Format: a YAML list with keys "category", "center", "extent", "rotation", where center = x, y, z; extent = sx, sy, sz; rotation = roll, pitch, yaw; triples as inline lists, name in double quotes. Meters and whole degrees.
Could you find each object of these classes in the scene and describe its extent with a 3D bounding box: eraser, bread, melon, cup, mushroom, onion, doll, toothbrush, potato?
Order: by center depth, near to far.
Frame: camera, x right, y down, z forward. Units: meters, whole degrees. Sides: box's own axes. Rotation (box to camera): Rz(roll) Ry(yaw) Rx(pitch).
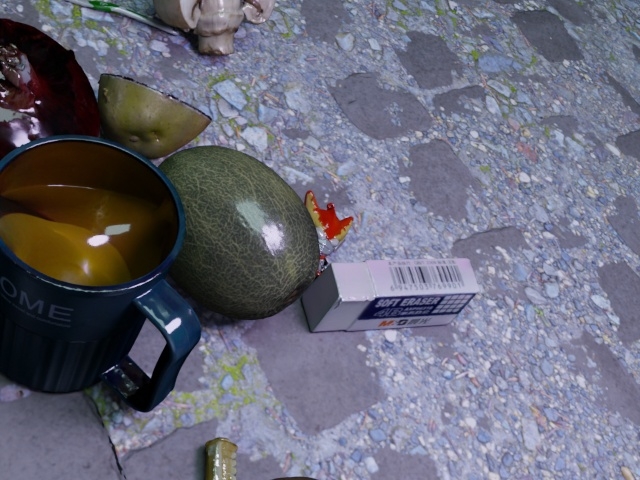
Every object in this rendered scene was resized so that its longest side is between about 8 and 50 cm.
- category: "cup"
  center: [-0.308, 0.055, 1.100]
  extent: [0.308, 0.292, 0.242]
  rotation: [21, 47, -12]
- category: "bread"
  center: [-0.141, 0.323, 1.148]
  extent: [0.049, 0.034, 0.088]
  rotation: [18, 50, -33]
- category: "onion"
  center: [-0.485, -0.209, 1.260]
  extent: [0.314, 0.232, 0.314]
  rotation: [17, 62, -35]
- category: "melon"
  center: [-0.142, -0.018, 1.280]
  extent: [0.301, 0.237, 0.237]
  rotation: [45, 47, 15]
- category: "eraser"
  center: [0.123, 0.092, 1.406]
  extent: [0.287, 0.130, 0.086]
  rotation: [0, 58, -29]
- category: "potato"
  center: [-0.308, -0.204, 1.428]
  extent: [0.202, 0.182, 0.117]
  rotation: [23, 83, -33]
- category: "doll"
  center: [0.000, 0.000, 1.468]
  extent: [0.109, 0.057, 0.169]
  rotation: [31, 59, -22]
- category: "toothbrush"
  center: [-0.433, -0.470, 1.644]
  extent: [0.304, 0.030, 0.030]
  rotation: [17, 48, -18]
- category: "mushroom"
  center: [-0.235, -0.493, 1.678]
  extent: [0.254, 0.195, 0.189]
  rotation: [-14, 28, -34]

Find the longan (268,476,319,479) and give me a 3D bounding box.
- category: "longan"
  center: [-0.045, 0.390, 1.053]
  extent: [0.167, 0.167, 0.187]
  rotation: [47, 50, 13]
